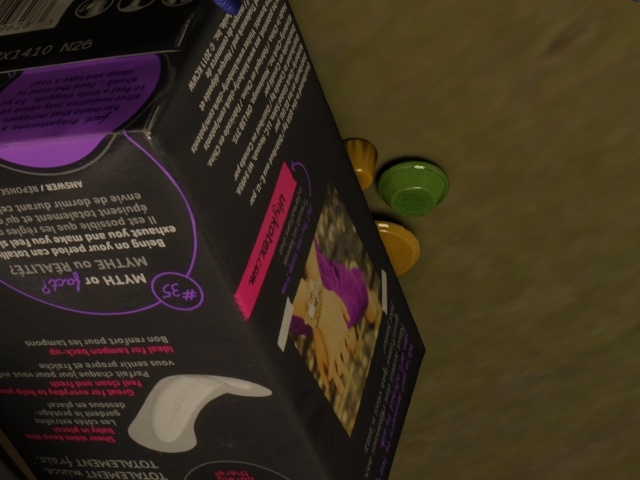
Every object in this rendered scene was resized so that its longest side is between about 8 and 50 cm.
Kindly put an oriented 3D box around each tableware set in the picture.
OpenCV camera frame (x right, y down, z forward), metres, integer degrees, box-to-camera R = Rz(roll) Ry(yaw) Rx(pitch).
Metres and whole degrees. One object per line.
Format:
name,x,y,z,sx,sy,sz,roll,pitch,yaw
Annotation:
tableware set,0.000,0.000,0.714,0.104,0.024,0.154,16,136,-16

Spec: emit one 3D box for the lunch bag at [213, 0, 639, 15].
lunch bag,-0.006,-0.205,0.265,0.386,0.238,0.328,16,167,30

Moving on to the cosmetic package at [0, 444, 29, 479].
cosmetic package,-0.194,0.142,0.665,0.097,0.377,0.284,-38,135,-16

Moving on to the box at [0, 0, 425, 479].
box,-0.073,0.015,0.615,0.165,0.143,0.270,-3,132,23
